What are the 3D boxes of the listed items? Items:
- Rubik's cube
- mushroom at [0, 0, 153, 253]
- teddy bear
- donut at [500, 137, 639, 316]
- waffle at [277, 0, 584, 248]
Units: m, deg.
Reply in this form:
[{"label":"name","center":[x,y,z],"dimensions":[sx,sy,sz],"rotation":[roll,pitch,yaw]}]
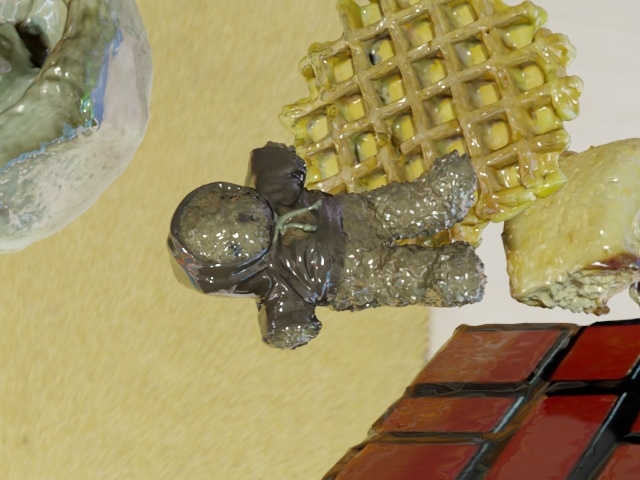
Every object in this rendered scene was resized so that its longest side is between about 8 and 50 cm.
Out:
[{"label":"Rubik's cube","center":[0.184,0.228,1.266],"dimensions":[0.293,0.283,0.288],"rotation":[-38,120,-53]},{"label":"mushroom","center":[-0.223,-0.114,1.653],"dimensions":[0.164,0.189,0.267],"rotation":[-1,52,27]},{"label":"teddy bear","center":[0.002,0.004,1.024],"dimensions":[0.160,0.078,0.119],"rotation":[-1,61,-1]},{"label":"donut","center":[0.223,-0.007,1.377],"dimensions":[0.217,0.085,0.141],"rotation":[6,66,-39]},{"label":"waffle","center":[0.062,-0.076,1.167],"dimensions":[0.191,0.038,0.191],"rotation":[-5,78,25]}]
